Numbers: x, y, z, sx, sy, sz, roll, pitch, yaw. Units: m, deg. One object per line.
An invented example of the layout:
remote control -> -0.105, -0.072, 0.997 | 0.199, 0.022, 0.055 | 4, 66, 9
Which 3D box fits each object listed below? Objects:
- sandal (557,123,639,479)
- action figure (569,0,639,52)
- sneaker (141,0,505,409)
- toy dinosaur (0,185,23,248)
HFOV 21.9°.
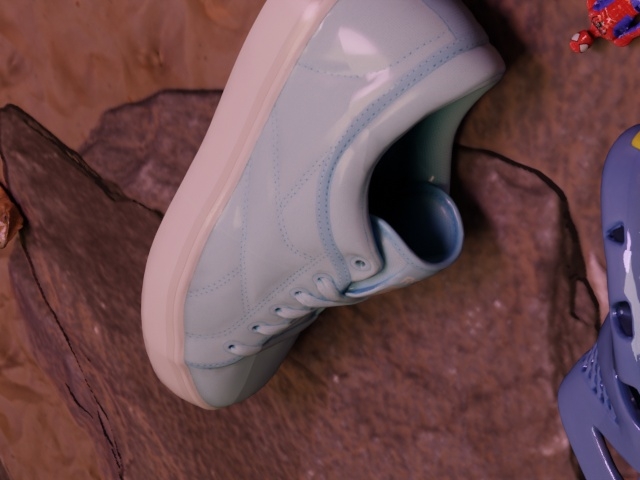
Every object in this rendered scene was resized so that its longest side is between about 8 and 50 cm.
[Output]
sandal -> 0.179, 0.088, 0.877 | 0.138, 0.126, 0.317 | 11, 118, 45
action figure -> 0.164, -0.128, 0.836 | 0.038, 0.030, 0.115 | 50, 139, 3
sneaker -> 0.000, 0.000, 0.986 | 0.150, 0.135, 0.366 | 43, 136, 23
toy dinosaur -> -0.312, -0.079, 1.308 | 0.112, 0.064, 0.211 | -37, 94, 30
